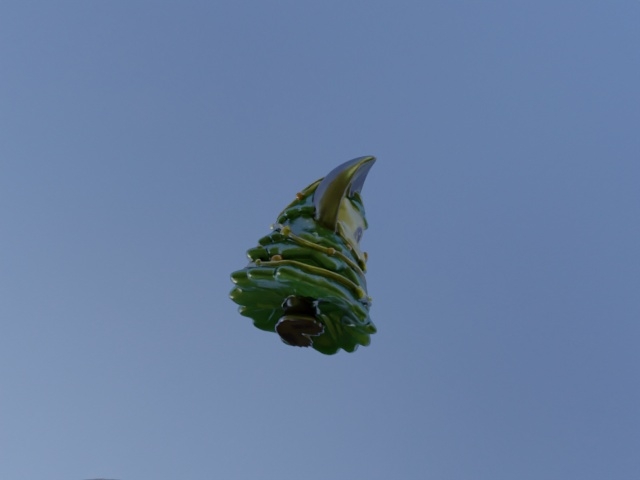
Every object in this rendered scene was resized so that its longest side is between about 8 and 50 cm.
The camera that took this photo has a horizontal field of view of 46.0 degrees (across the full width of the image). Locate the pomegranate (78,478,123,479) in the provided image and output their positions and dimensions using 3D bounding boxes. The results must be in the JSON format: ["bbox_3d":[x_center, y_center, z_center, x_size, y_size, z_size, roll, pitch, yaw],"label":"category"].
[{"bbox_3d":[-0.129,0.358,0.455,0.411,0.411,0.411,0,-95,2],"label":"pomegranate"}]

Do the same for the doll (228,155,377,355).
[{"bbox_3d":[-0.011,0.000,0.409,0.076,0.078,0.113,8,-121,-13],"label":"doll"}]
